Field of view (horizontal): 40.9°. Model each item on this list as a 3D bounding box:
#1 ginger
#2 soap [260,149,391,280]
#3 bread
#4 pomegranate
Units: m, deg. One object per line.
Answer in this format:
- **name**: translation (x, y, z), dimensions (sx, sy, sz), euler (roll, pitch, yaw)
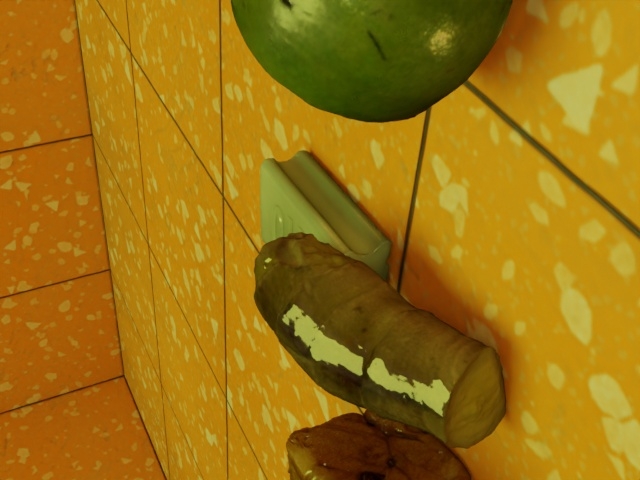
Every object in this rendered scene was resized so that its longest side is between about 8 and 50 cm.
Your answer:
- **ginger**: translation (0.041, 0.089, 0.773), dimensions (0.263, 0.116, 0.109), euler (29, 167, 32)
- **soap**: translation (0.000, 0.000, 0.945), dimensions (0.198, 0.066, 0.119), euler (51, 146, 46)
- **bread**: translation (0.058, 0.267, 0.888), dimensions (0.143, 0.149, 0.158), euler (-131, 27, -51)
- **pomegranate**: translation (0.028, -0.208, 0.574), dimensions (0.241, 0.190, 0.159), euler (47, 134, 9)
